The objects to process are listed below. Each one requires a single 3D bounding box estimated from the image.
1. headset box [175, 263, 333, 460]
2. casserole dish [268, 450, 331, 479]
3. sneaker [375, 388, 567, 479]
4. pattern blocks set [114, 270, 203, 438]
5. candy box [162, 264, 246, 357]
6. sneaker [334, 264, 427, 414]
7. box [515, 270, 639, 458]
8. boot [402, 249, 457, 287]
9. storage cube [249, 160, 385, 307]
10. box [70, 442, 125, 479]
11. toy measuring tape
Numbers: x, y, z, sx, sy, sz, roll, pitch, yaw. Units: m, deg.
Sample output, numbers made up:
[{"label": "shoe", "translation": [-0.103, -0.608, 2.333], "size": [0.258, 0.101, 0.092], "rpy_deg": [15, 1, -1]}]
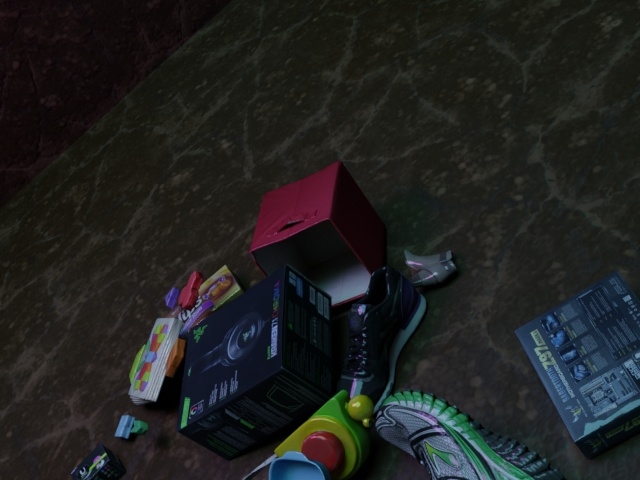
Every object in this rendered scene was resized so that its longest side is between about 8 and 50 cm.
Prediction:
[{"label": "headset box", "translation": [-0.122, 0.224, 1.698], "size": [0.283, 0.131, 0.246], "rpy_deg": [-34, 35, 29]}, {"label": "casserole dish", "translation": [-0.024, 0.415, 1.448], "size": [0.114, 0.037, 0.188], "rpy_deg": [-4, 91, 37]}, {"label": "sneaker", "translation": [0.189, 0.324, 1.341], "size": [0.146, 0.134, 0.343], "rpy_deg": [-51, 37, -13]}, {"label": "pattern blocks set", "translation": [-0.330, 0.236, 1.883], "size": [0.285, 0.026, 0.325], "rpy_deg": [-34, 38, 54]}, {"label": "candy box", "translation": [-0.242, 0.149, 1.987], "size": [0.186, 0.053, 0.109], "rpy_deg": [-39, 36, 0]}, {"label": "sneaker", "translation": [0.074, 0.172, 1.614], "size": [0.107, 0.124, 0.283], "rpy_deg": [-2, 51, 42]}, {"label": "box", "translation": [0.409, 0.175, 1.364], "size": [0.183, 0.059, 0.233], "rpy_deg": [-33, 37, 10]}, {"label": "boot", "translation": [0.201, 0.041, 1.718], "size": [0.087, 0.042, 0.118], "rpy_deg": [-26, 39, 9]}, {"label": "storage cube", "translation": [0.000, 0.000, 1.799], "size": [0.183, 0.215, 0.193], "rpy_deg": [-23, 33, 24]}, {"label": "box", "translation": [-0.434, 0.452, 1.836], "size": [0.083, 0.052, 0.062], "rpy_deg": [-46, 36, -6]}, {"label": "toy measuring tape", "translation": [-0.019, 0.366, 1.530], "size": [0.330, 0.121, 0.121], "rpy_deg": [-46, 31, 25]}]
